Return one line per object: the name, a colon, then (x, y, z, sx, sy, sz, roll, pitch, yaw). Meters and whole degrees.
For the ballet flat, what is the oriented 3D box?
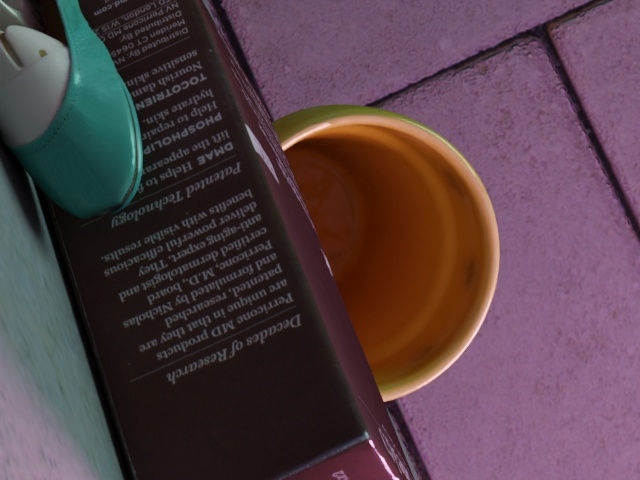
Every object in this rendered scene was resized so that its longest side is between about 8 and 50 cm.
ballet flat: (-0.177, -0.115, 1.086, 0.087, 0.083, 0.247, 26, 32, -45)

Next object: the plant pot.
plant pot: (0.000, 0.000, 1.646, 0.254, 0.254, 0.239, 64, -12, -15)

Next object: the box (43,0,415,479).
box: (-0.066, 0.029, 1.136, 0.191, 0.143, 0.381, 60, 8, -57)
